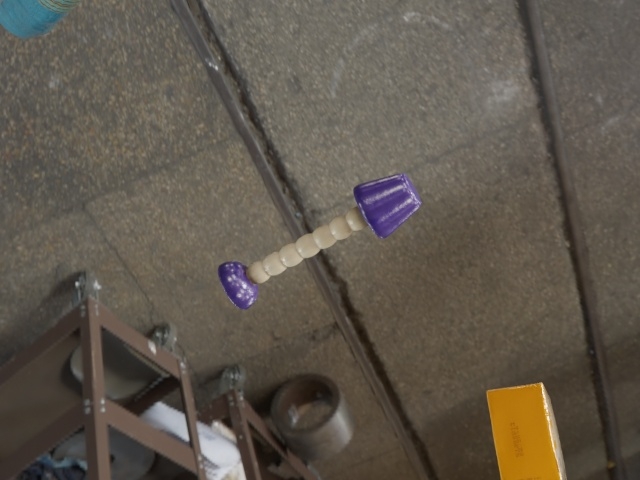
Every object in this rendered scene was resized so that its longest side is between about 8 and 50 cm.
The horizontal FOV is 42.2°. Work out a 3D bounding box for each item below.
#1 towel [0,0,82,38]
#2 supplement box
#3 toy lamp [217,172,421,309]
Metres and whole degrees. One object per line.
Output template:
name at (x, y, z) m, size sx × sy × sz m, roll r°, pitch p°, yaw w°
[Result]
towel at (-0.143, -0.250, 0.385) m, size 0.040 × 0.370 × 0.271 m, roll -20°, pitch 103°, yaw -27°
supplement box at (0.135, 0.129, 0.533) m, size 0.036 × 0.062 × 0.098 m, roll -12°, pitch 162°, yaw 14°
toy lamp at (0.000, 0.000, 1.068) m, size 0.275 × 0.080 × 0.080 m, roll -31°, pitch 131°, yaw 15°
